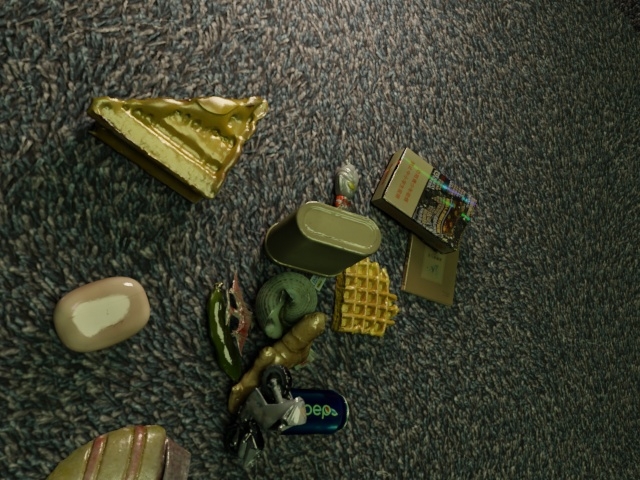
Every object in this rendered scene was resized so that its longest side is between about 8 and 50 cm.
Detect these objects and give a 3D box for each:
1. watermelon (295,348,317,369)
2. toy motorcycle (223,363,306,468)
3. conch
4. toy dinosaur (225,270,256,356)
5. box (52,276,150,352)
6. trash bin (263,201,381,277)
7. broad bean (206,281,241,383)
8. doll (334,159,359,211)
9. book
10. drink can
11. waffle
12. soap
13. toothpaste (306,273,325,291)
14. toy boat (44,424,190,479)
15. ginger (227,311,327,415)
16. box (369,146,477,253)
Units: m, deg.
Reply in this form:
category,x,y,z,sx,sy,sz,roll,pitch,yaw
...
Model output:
category,x,y,z,sx,sy,sz,roll,pitch,yaw
watermelon,-0.038,0.304,1.547,0.085,0.061,0.085,-7,101,-43
toy motorcycle,-0.126,0.432,1.373,0.106,0.159,0.271,7,116,-59
conch,-0.098,0.150,1.480,0.172,0.131,0.200,-37,145,-6
toy dinosaur,-0.202,0.183,1.447,0.108,0.032,0.220,25,50,-52
box,-0.475,0.160,1.263,0.200,0.088,0.146,-20,97,-34
trash bin,0.000,0.000,1.475,0.243,0.247,0.121,16,70,-17
broad bean,-0.244,0.233,1.431,0.065,0.046,0.255,-13,91,-46
doll,0.069,-0.146,1.668,0.094,0.079,0.180,22,78,-59
book,0.366,0.038,1.867,0.216,0.021,0.311,19,74,-31
drink can,-0.033,0.446,1.503,0.204,0.118,0.118,11,79,-31
waffle,0.144,0.166,1.686,0.219,0.057,0.230,15,76,-31
soap,-0.334,-0.302,1.362,0.338,0.169,0.305,37,66,-26
toothpaste,0.011,0.064,1.623,0.046,0.034,0.164,40,65,-23
toy boat,-0.419,0.530,1.254,0.293,0.111,0.276,41,57,-12
ginger,-0.110,0.304,1.456,0.333,0.148,0.081,-38,71,-10
box,0.325,-0.122,1.797,0.310,0.084,0.198,34,68,-18
